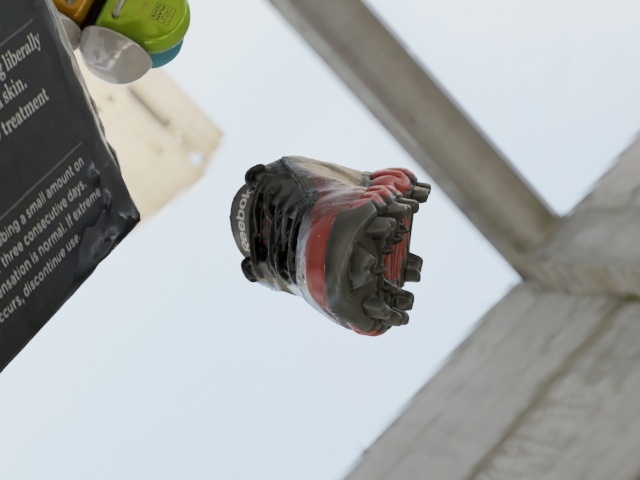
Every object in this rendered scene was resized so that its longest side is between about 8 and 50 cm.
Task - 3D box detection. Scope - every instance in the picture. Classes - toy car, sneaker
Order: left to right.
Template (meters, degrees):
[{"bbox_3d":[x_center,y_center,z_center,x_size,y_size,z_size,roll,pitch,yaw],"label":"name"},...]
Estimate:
[{"bbox_3d":[-0.212,-0.233,1.676,0.136,0.182,0.159,80,33,-69],"label":"toy car"},{"bbox_3d":[0.000,0.000,1.096,0.276,0.135,0.097,-56,153,-80],"label":"sneaker"}]

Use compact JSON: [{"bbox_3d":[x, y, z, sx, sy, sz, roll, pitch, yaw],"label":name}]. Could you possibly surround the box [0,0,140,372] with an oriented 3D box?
[{"bbox_3d":[-0.427,-0.120,0.879,0.480,0.472,0.297,-10,-158,25],"label":"box"}]
